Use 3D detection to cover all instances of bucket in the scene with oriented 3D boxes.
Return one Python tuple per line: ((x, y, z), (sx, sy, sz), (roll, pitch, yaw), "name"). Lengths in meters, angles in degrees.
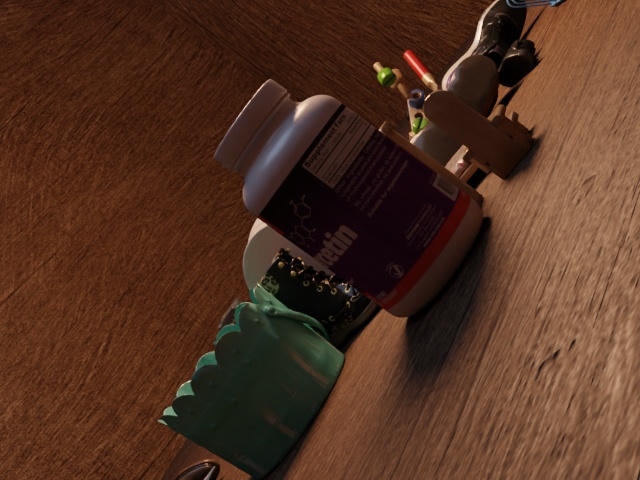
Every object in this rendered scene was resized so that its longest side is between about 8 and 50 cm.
((-0.103, 0.223, 1.501), (0.281, 0.183, 0.281), (-53, 4, 5), "bucket")

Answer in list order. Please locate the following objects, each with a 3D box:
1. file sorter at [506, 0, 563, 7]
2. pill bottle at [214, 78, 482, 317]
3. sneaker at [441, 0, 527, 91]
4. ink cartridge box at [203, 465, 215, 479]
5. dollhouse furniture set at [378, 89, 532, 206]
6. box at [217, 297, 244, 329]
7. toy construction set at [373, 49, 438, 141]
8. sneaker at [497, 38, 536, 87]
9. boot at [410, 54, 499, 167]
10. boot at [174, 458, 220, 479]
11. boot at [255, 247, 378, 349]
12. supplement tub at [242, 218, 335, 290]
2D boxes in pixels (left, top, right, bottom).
((0.430, -0.530, 1.887), (0.170, 0.105, 0.118), (-103, 7, -86), "file sorter")
((0.031, -0.058, 1.213), (0.181, 0.323, 0.181), (-54, 3, 4), "pill bottle")
((0.387, -0.418, 2.091), (0.283, 0.107, 0.124), (-58, 18, -8), "sneaker")
((-0.205, 0.463, 1.538), (0.181, 0.062, 0.104), (-54, 4, 15), "ink cartridge box")
((0.169, -0.141, 1.452), (0.303, 0.174, 0.355), (-52, 4, 28), "dollhouse furniture set")
((-0.126, 0.204, 2.052), (0.059, 0.183, 0.233), (-54, 4, -1), "box")
((0.181, -0.214, 2.048), (0.237, 0.258, 0.308), (58, 143, 40), "toy construction set")
((0.365, -0.339, 1.759), (0.089, 0.051, 0.170), (-60, 1, -13), "sneaker")
((0.244, -0.180, 1.747), (0.305, 0.112, 0.115), (-59, -26, -7), "boot")
((-0.268, 0.532, 1.890), (0.219, 0.082, 0.106), (-49, 27, 21), "boot")
((0.006, 0.067, 1.556), (0.236, 0.179, 0.085), (-53, 3, 42), "boot")
((0.000, 0.000, 1.775), (0.228, 0.228, 0.316), (-53, -1, 27), "supplement tub")
